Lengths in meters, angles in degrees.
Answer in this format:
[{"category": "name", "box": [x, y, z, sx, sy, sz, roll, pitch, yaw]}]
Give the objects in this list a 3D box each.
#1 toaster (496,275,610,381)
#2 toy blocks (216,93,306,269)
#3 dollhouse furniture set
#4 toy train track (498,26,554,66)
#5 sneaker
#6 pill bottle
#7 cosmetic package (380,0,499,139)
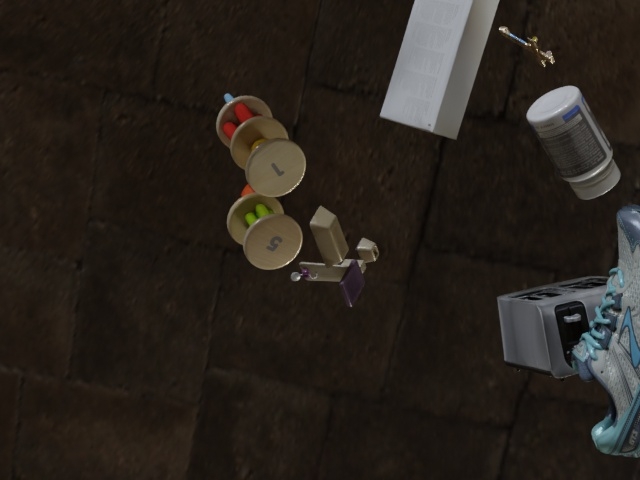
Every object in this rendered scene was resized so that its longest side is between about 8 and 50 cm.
[{"category": "toaster", "box": [0.346, 0.118, 1.932, 0.168, 0.185, 0.110, -10, 94, -17]}, {"category": "toy blocks", "box": [-0.061, -0.059, 1.240, 0.054, 0.148, 0.123, -5, 117, -18]}, {"category": "dollhouse furniture set", "box": [0.000, 0.000, 1.549, 0.081, 0.091, 0.114, 3, 133, 29]}, {"category": "toy train track", "box": [0.235, -0.223, 1.585, 0.014, 0.083, 0.048, -46, 141, -7]}, {"category": "sneaker", "box": [0.330, 0.104, 1.518, 0.122, 0.110, 0.283, -7, 95, 9]}, {"category": "pill bottle", "box": [0.333, -0.126, 1.839, 0.078, 0.078, 0.137, -27, 113, 18]}, {"category": "cosmetic package", "box": [0.165, -0.262, 1.861, 0.060, 0.099, 0.239, 11, 98, -46]}]
